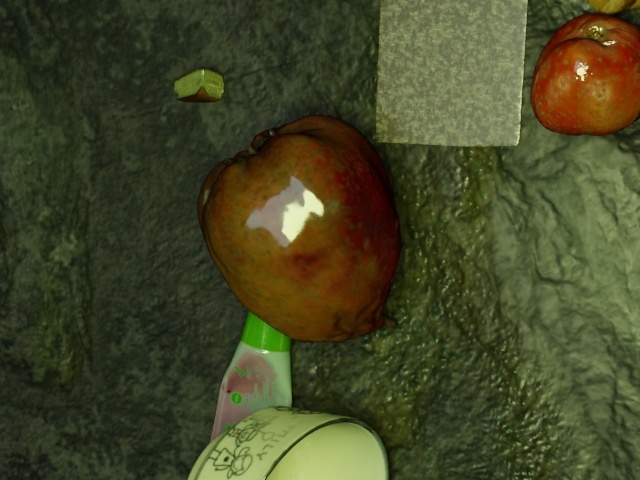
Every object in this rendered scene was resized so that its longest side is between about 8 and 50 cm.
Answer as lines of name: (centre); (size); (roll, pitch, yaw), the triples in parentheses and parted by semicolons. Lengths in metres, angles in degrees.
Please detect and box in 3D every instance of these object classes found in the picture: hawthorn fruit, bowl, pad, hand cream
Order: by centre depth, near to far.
hawthorn fruit: (0.259, -0.155, 1.806); (0.128, 0.128, 0.128); (1, 92, 22)
hawthorn fruit: (0.000, 0.000, 1.895); (0.208, 0.208, 0.248); (-34, 104, 19)
bowl: (-0.052, 0.267, 1.906); (0.126, 0.237, 0.238); (22, 100, 35)
pad: (0.134, -0.213, 1.923); (0.158, 0.003, 0.235); (4, 93, 22)
hand cream: (-0.075, 0.206, 2.004); (0.079, 0.050, 0.275); (23, 107, 45)

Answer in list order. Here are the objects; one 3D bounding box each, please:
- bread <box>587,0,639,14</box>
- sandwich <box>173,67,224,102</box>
bread: (0.334, -0.318, 1.749); (0.271, 0.077, 0.139); (-34, 83, 46)
sandwich: (-0.123, -0.163, 2.010); (0.044, 0.083, 0.031); (4, 87, -22)
